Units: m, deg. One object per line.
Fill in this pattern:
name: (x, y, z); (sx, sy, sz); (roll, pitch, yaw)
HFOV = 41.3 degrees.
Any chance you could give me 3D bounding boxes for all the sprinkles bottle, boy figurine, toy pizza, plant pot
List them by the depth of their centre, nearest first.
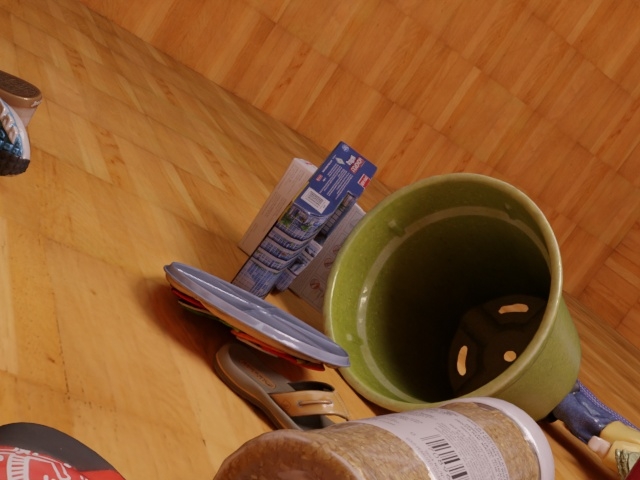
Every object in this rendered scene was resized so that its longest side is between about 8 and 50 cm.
sprinkles bottle: (0.064, 0.177, 0.594); (0.121, 0.121, 0.355); (40, 12, 27)
toy pizza: (-0.064, 0.079, 0.813); (0.201, 0.032, 0.201); (28, 0, 0)
plant pot: (0.182, 0.101, 0.998); (0.276, 0.276, 0.254); (44, 3, 41)
boy figurine: (0.438, 0.309, 1.195); (0.285, 0.092, 0.177); (42, 13, 32)

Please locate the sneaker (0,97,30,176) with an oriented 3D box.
sneaker: (-0.335, -0.121, 0.860); (0.191, 0.071, 0.083); (41, 7, 30)

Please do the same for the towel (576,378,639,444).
towel: (0.527, 0.340, 1.455); (0.243, 0.040, 0.336); (37, 11, 10)

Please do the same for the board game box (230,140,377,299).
board game box: (-0.031, 0.001, 0.988); (0.060, 0.194, 0.194); (37, 31, -2)

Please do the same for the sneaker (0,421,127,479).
sneaker: (-0.050, 0.182, 0.341); (0.270, 0.090, 0.145); (30, 12, -6)

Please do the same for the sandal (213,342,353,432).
sandal: (-0.014, 0.137, 0.727); (0.180, 0.049, 0.072); (37, 11, 17)

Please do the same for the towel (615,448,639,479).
towel: (0.432, 0.328, 1.059); (0.110, 0.027, 0.148); (10, 40, -9)

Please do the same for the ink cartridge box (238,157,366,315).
ink cartridge box: (0.000, 0.000, 1.097); (0.179, 0.145, 0.045); (38, 14, 17)

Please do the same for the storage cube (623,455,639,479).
storage cube: (0.358, 0.286, 0.763); (0.193, 0.215, 0.184); (33, 10, 29)

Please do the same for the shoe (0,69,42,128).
shoe: (-0.419, -0.190, 0.958); (0.219, 0.058, 0.076); (31, 31, 4)
